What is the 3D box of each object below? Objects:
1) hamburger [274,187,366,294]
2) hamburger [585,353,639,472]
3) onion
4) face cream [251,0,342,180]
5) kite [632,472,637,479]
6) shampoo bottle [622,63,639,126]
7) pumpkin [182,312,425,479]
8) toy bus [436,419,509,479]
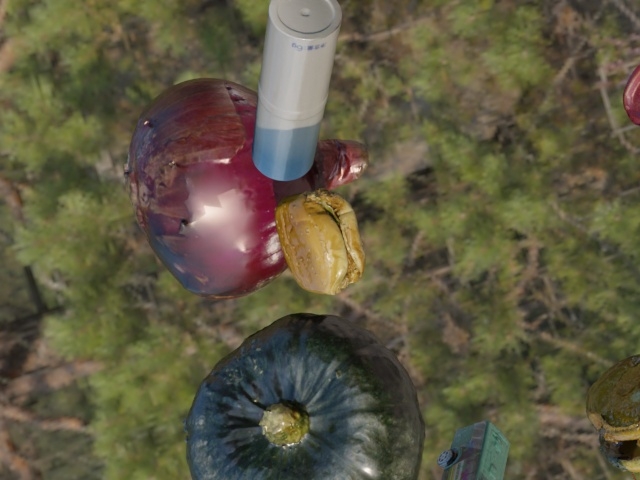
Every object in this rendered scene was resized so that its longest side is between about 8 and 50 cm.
[{"bbox_3d":[0.000,0.000,1.614,0.138,0.083,0.147,2,111,58],"label":"hamburger"},{"bbox_3d":[0.464,0.235,1.644,0.113,0.185,0.177,60,178,-14],"label":"hamburger"},{"bbox_3d":[-0.104,-0.089,1.851,0.348,0.385,0.347,167,90,-79],"label":"onion"},{"bbox_3d":[-0.030,-0.164,1.296,0.077,0.077,0.250,61,158,25],"label":"face cream"},{"bbox_3d":[0.497,0.335,1.947,0.010,0.190,0.159,-26,62,26],"label":"kite"},{"bbox_3d":[0.509,-0.197,1.415,0.076,0.314,0.118,68,152,21],"label":"shampoo bottle"},{"bbox_3d":[-0.014,0.166,1.028,0.152,0.212,0.211,87,158,-67],"label":"pumpkin"},{"bbox_3d":[0.257,0.430,2.076,0.109,0.261,0.091,-30,113,33],"label":"toy bus"}]
